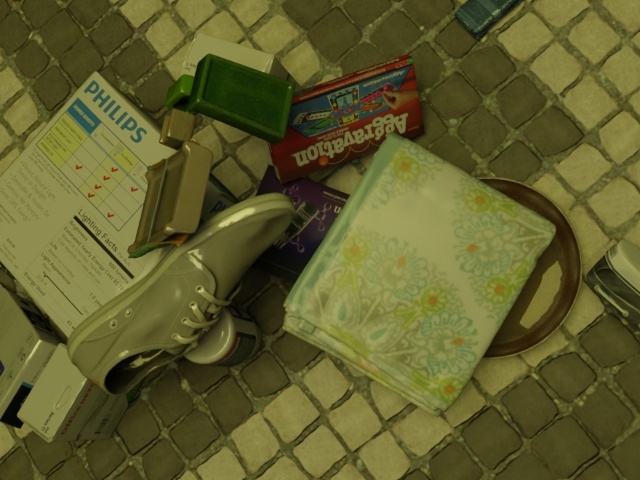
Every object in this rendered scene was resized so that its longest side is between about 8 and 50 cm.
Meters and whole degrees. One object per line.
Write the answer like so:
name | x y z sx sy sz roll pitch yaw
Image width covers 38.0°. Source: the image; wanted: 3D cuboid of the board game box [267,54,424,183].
board game box | 0.041 -0.209 1.605 0.281 0.145 0.027 -21 31 -13

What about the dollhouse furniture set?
dollhouse furniture set | -0.173 -0.108 1.455 0.151 0.197 0.302 18 71 -25

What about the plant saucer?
plant saucer | 0.285 0.047 1.580 0.310 0.050 0.311 -3 80 15

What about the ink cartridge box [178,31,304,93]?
ink cartridge box | -0.131 -0.275 1.664 0.160 0.219 0.093 20 85 18

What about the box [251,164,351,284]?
box | 0.000 0.000 1.642 0.261 0.103 0.184 21 89 18

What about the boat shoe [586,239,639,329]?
boat shoe | 0.552 0.134 1.467 0.301 0.108 0.102 42 125 6

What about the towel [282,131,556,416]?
towel | 0.153 0.055 1.513 0.320 0.090 0.374 31 88 2

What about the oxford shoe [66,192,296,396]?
oxford shoe | -0.204 0.092 1.457 0.449 0.169 0.130 -39 65 11

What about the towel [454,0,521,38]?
towel | 0.305 -0.424 1.671 0.119 0.029 0.067 -41 72 6

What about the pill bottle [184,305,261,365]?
pill bottle | -0.170 0.165 1.615 0.108 0.180 0.108 -3 79 15

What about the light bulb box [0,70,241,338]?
light bulb box | -0.371 -0.037 1.685 0.358 0.225 0.361 43 92 18

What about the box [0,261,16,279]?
box | -0.615 0.030 1.849 0.083 0.018 0.067 33 90 19

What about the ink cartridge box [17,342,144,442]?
ink cartridge box | -0.418 0.270 1.650 0.087 0.208 0.153 31 89 18

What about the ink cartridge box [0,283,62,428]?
ink cartridge box | -0.580 0.204 1.732 0.165 0.065 0.332 -59 36 0
